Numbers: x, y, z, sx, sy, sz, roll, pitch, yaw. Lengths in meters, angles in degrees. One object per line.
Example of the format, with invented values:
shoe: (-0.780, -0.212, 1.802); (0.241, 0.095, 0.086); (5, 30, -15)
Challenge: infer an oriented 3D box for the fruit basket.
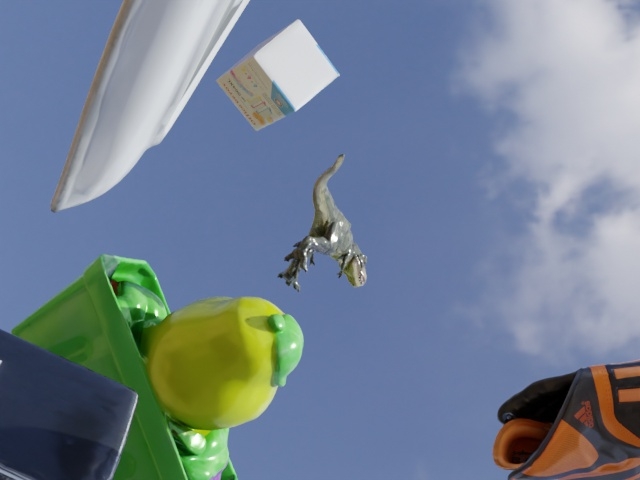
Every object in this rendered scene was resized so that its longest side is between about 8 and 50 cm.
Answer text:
fruit basket: (-0.180, 0.179, 1.708); (0.392, 0.283, 0.392); (-1, -94, 9)

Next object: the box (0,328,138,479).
box: (-0.504, 0.299, 1.289); (0.480, 0.297, 0.472); (26, -76, -7)

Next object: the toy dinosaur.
toy dinosaur: (0.000, 0.000, 1.629); (0.064, 0.118, 0.268); (34, -20, 24)

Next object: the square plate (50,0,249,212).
square plate: (-0.039, -0.213, 0.799); (0.049, 0.344, 0.347); (31, -36, -6)

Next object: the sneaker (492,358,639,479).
sneaker: (0.251, 0.224, 1.262); (0.124, 0.180, 0.321); (-96, -173, -49)

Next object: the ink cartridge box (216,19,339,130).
ink cartridge box: (-0.062, -0.214, 1.715); (0.092, 0.090, 0.143); (52, -26, -10)
